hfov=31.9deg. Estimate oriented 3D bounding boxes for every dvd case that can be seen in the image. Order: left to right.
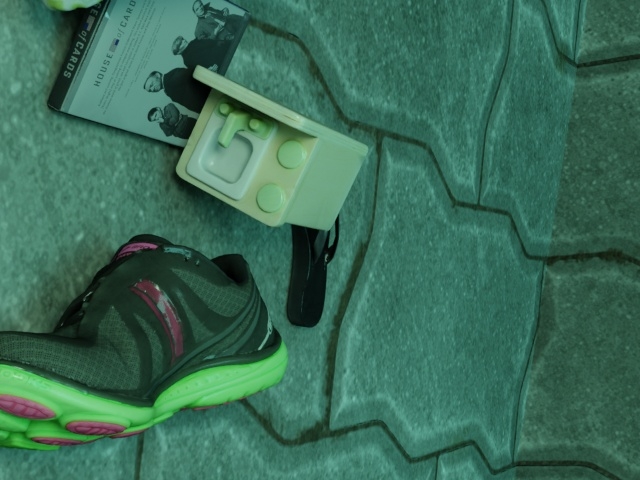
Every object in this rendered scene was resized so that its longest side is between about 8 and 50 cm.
[{"bbox_3d":[-0.179,-0.203,1.225,0.239,0.029,0.179,12,105,-62],"label":"dvd case"}]

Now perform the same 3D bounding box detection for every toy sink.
[{"bbox_3d":[-0.067,-0.100,1.331,0.131,0.153,0.234,-64,161,6],"label":"toy sink"}]

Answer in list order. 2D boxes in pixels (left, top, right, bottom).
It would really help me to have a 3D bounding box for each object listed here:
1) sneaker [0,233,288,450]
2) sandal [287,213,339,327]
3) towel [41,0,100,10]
[{"bbox_3d":[-0.211,0.099,1.175,0.483,0.185,0.202,-5,82,-65],"label":"sneaker"},{"bbox_3d":[0.000,0.000,1.631,0.097,0.054,0.254,-10,103,-61],"label":"sandal"},{"bbox_3d":[-0.110,-0.409,1.036,0.374,0.090,0.320,-21,123,-25],"label":"towel"}]
